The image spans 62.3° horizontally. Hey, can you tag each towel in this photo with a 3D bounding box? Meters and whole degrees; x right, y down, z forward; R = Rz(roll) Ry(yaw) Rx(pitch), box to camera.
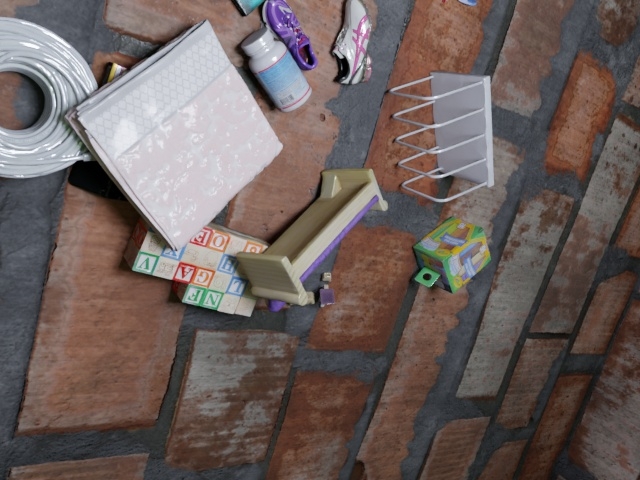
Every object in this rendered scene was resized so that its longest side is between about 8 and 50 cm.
[{"bbox_3d":[-0.248,-0.198,1.008,0.332,0.054,0.316,-48,128,-24],"label":"towel"}]

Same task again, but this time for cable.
[{"bbox_3d":[-0.502,-0.232,0.878,0.257,0.089,0.256,-24,119,-27],"label":"cable"}]

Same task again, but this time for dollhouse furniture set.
[{"bbox_3d":[-0.029,0.139,1.388,0.115,0.090,0.081,-1,153,-10],"label":"dollhouse furniture set"}]

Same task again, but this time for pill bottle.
[{"bbox_3d":[-0.092,-0.354,1.101,0.087,0.087,0.160,-45,126,-10],"label":"pill bottle"}]

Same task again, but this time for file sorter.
[{"bbox_3d":[0.297,-0.258,1.328,0.173,0.193,0.277,-24,120,-21],"label":"file sorter"}]

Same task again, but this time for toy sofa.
[{"bbox_3d":[0.000,0.000,1.189,0.362,0.150,0.177,-47,126,-36],"label":"toy sofa"}]

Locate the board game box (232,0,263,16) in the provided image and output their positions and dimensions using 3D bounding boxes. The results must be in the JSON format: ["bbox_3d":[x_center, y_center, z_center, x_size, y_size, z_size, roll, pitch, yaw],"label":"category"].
[{"bbox_3d":[-0.157,-0.551,1.019,0.126,0.026,0.186,-46,126,-9],"label":"board game box"}]

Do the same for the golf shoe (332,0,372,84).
[{"bbox_3d":[0.069,-0.442,1.182,0.086,0.067,0.185,-17,117,-25],"label":"golf shoe"}]

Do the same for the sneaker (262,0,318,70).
[{"bbox_3d":[-0.054,-0.432,1.105,0.068,0.071,0.170,-46,126,-10],"label":"sneaker"}]

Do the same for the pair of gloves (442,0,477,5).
[{"bbox_3d":[0.353,-0.676,1.302,0.159,0.023,0.198,-27,120,-21],"label":"pair of gloves"}]

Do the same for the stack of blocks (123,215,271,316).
[{"bbox_3d":[-0.261,0.047,1.150,0.297,0.087,0.171,20,97,-37],"label":"stack of blocks"}]

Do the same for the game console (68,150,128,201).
[{"bbox_3d":[-0.405,-0.148,1.028,0.107,0.071,0.122,7,107,-66],"label":"game console"}]

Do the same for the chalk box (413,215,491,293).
[{"bbox_3d":[0.363,0.052,1.529,0.213,0.132,0.132,-36,124,-18],"label":"chalk box"}]

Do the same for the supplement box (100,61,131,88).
[{"bbox_3d":[-0.355,-0.289,0.984,0.083,0.043,0.054,17,98,-36],"label":"supplement box"}]
